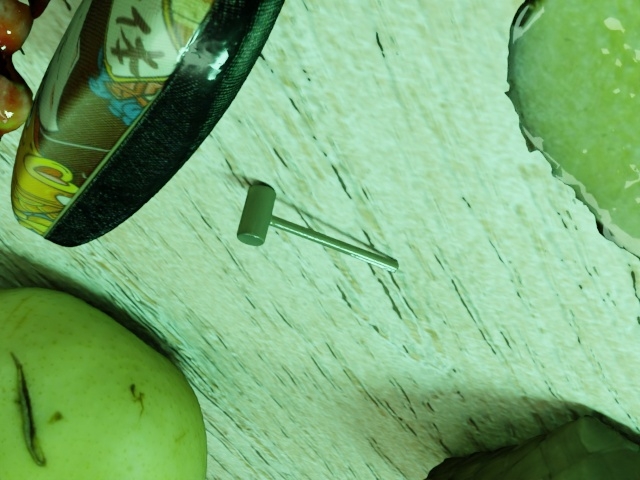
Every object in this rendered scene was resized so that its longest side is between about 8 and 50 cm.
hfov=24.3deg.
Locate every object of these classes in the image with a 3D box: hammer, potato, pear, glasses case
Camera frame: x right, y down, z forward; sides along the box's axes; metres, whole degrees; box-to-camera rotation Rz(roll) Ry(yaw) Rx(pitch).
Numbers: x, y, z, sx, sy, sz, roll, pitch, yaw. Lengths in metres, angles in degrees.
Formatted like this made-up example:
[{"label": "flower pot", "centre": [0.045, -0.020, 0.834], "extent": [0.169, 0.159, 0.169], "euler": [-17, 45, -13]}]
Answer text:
[{"label": "hammer", "centre": [0.000, 0.000, 0.955], "extent": [0.110, 0.035, 0.019], "euler": [21, 157, -17]}, {"label": "potato", "centre": [0.174, -0.055, 0.571], "extent": [0.200, 0.081, 0.164], "euler": [35, 123, 12]}, {"label": "pear", "centre": [-0.252, 0.197, 1.282], "extent": [0.309, 0.309, 0.309], "euler": [19, 157, 9]}, {"label": "glasses case", "centre": [-0.087, -0.085, 0.729], "extent": [0.082, 0.122, 0.321], "euler": [29, 156, -13]}]

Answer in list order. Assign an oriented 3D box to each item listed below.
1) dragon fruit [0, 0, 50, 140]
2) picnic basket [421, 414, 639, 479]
[{"label": "dragon fruit", "centre": [-0.193, -0.132, 0.718], "extent": [0.150, 0.208, 0.133], "euler": [-20, 171, -6]}, {"label": "picnic basket", "centre": [0.175, 0.329, 1.135], "extent": [0.293, 0.337, 0.337], "euler": [27, 156, -10]}]
